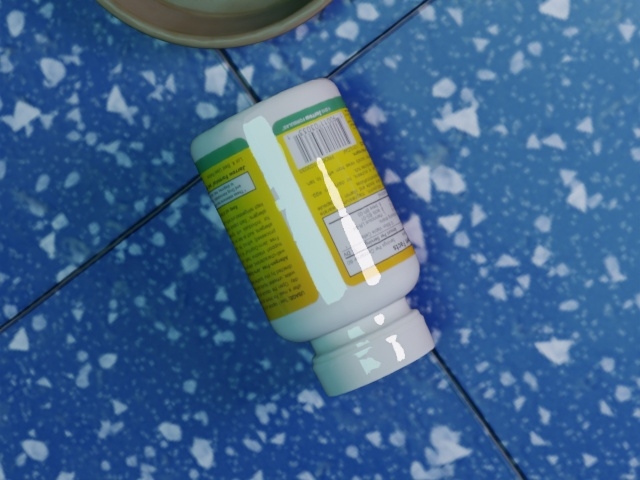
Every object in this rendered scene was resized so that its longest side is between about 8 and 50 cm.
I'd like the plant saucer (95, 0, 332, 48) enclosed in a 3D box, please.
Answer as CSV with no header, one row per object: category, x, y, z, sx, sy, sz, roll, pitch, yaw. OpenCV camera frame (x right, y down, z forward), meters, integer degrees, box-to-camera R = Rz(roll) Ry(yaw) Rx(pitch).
plant saucer,-0.076,-0.280,1.140,0.278,0.041,0.277,2,99,15

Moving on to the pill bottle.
pill bottle,0.000,0.000,1.118,0.118,0.117,0.208,-26,90,17
